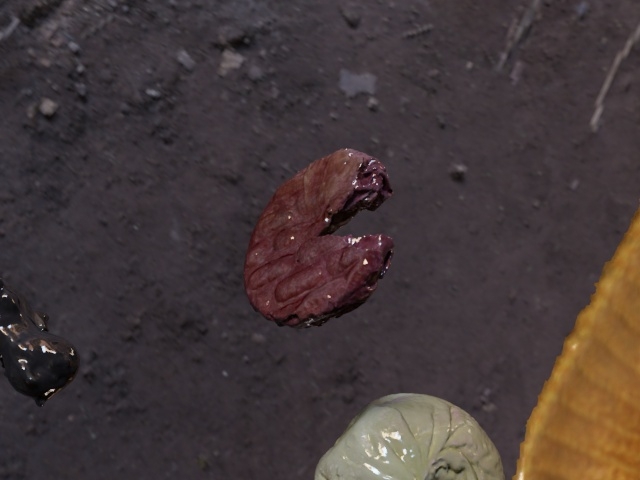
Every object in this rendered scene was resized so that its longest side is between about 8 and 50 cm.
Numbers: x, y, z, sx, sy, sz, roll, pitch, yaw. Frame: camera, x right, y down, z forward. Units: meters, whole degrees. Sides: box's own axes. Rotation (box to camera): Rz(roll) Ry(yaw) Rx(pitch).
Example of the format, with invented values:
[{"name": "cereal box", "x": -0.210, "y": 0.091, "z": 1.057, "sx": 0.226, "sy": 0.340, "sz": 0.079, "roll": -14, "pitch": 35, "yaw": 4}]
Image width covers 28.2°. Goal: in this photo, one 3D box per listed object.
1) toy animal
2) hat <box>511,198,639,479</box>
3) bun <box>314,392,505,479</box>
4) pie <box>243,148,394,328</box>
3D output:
[{"name": "toy animal", "x": -0.379, "y": 0.025, "z": 1.254, "sx": 0.343, "sy": 0.168, "sz": 0.106, "roll": 40, "pitch": 83, "yaw": -10}, {"name": "hat", "x": 0.210, "y": 0.086, "z": 0.352, "sx": 0.233, "sy": 0.244, "sz": 0.233, "roll": 26, "pitch": 138, "yaw": -24}, {"name": "bun", "x": 0.115, "y": 0.301, "z": 1.482, "sx": 0.244, "sy": 0.153, "sz": 0.244, "roll": -2, "pitch": 95, "yaw": -27}, {"name": "pie", "x": 0.000, "y": 0.000, "z": 1.401, "sx": 0.054, "sy": 0.204, "sz": 0.218, "roll": 36, "pitch": 53, "yaw": -37}]
